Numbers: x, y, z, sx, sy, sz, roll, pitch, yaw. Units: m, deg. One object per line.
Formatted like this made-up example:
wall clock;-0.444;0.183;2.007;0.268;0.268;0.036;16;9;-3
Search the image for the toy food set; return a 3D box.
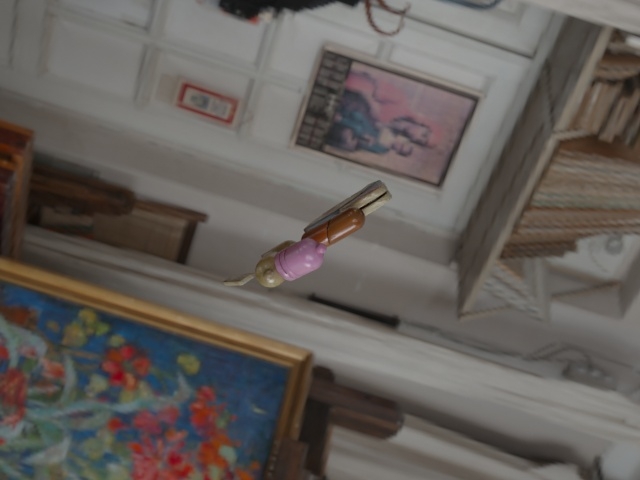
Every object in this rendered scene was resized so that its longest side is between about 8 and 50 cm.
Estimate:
toy food set;0.000;0.000;0.616;0.122;0.019;0.078;-34;-174;-14
